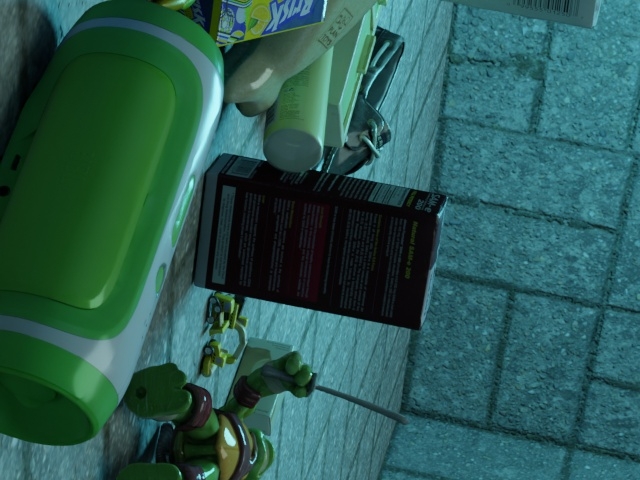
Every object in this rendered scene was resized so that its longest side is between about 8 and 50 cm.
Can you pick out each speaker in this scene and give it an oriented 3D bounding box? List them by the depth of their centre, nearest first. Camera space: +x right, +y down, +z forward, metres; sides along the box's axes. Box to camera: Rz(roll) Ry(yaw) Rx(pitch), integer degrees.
[{"bbox_3d":[-0.157,-0.016,1.332,0.131,0.131,0.296,87,17,-59],"label":"speaker"}]

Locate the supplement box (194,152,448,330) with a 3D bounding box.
[{"bbox_3d":[0.000,0.000,2.007,0.073,0.239,0.130,-59,159,-67],"label":"supplement box"}]

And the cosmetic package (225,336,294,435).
[{"bbox_3d":[-0.073,0.175,2.380,0.041,0.060,0.115,90,12,-48],"label":"cosmetic package"}]

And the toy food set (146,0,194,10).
[{"bbox_3d":[-0.114,-0.248,1.602,0.132,0.039,0.192,-56,156,-68],"label":"toy food set"}]

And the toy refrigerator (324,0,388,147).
[{"bbox_3d":[0.019,-0.251,2.297,0.102,0.094,0.269,84,19,-63],"label":"toy refrigerator"}]

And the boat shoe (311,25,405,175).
[{"bbox_3d":[0.029,-0.144,2.417,0.121,0.119,0.335,87,17,-59],"label":"boat shoe"}]

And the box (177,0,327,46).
[{"bbox_3d":[-0.060,-0.216,1.759,0.169,0.054,0.059,-22,126,-53],"label":"box"}]

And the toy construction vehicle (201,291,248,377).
[{"bbox_3d":[-0.102,0.099,2.164,0.086,0.035,0.098,-51,151,-72],"label":"toy construction vehicle"}]

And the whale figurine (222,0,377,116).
[{"bbox_3d":[-0.031,-0.256,1.946,0.272,0.141,0.216,-55,165,3],"label":"whale figurine"}]

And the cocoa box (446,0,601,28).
[{"bbox_3d":[0.167,-0.417,2.187,0.231,0.347,0.228,87,16,-60],"label":"cocoa box"}]

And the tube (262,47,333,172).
[{"bbox_3d":[-0.020,-0.170,2.054,0.240,0.070,0.062,-87,-177,-46],"label":"tube"}]

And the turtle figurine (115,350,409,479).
[{"bbox_3d":[-0.061,0.206,1.884,0.197,0.275,0.266,-56,152,8],"label":"turtle figurine"}]
